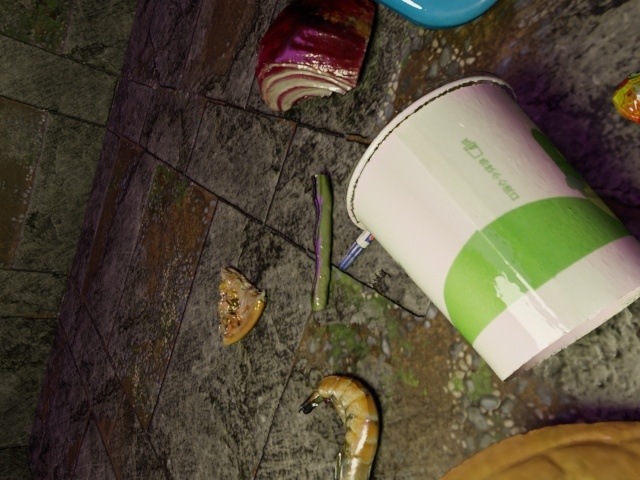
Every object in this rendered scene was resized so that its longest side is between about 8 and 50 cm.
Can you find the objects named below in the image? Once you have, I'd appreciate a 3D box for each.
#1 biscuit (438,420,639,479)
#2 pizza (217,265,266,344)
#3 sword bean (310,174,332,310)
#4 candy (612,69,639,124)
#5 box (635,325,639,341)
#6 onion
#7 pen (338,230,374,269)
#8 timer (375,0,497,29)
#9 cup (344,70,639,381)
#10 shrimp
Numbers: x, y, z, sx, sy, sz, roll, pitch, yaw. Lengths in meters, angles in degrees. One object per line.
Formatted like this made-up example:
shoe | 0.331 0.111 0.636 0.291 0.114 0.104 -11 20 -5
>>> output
biscuit | 0.240 0.325 0.345 0.385 0.062 0.365 -27 44 -3
pizza | -0.204 0.133 1.074 0.185 0.052 0.195 -49 49 26
sword bean | 0.000 0.001 0.881 0.043 0.038 0.269 -7 78 42
candy | 0.372 -0.094 0.480 0.060 0.060 0.201 -29 68 42
box | 0.426 0.071 0.295 0.324 0.047 0.180 28 103 26
onion | -0.039 -0.422 0.939 0.314 0.146 0.280 -5 74 52
pen | 0.095 -0.022 0.789 0.204 0.025 0.025 -53 47 28
timer | 0.148 -0.494 0.640 0.309 0.340 0.115 -60 0 20
cup | 0.197 -0.005 0.518 0.253 0.253 0.274 -50 56 30
shrimp | 0.018 0.363 0.783 0.198 0.051 0.262 -2 78 55
